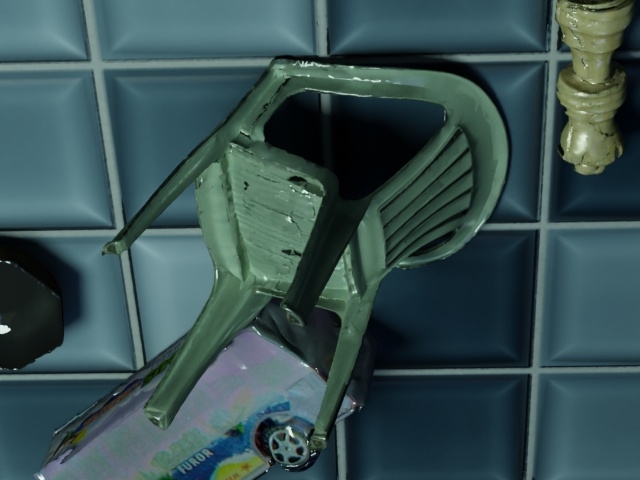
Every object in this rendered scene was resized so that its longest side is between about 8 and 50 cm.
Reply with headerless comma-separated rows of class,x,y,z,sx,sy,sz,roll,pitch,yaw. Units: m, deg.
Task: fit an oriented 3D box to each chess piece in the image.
chess piece,0.195,-0.114,1.381,0.060,0.060,0.172,-2,133,3

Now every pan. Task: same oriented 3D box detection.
pan,-0.305,0.046,1.546,0.202,0.048,0.128,3,132,-3

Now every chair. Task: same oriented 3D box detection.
chair,0.000,0.000,1.405,0.190,0.274,0.203,13,139,22

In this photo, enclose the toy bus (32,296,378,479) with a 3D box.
toy bus,-0.100,0.152,1.607,0.138,0.112,0.317,40,122,-18
